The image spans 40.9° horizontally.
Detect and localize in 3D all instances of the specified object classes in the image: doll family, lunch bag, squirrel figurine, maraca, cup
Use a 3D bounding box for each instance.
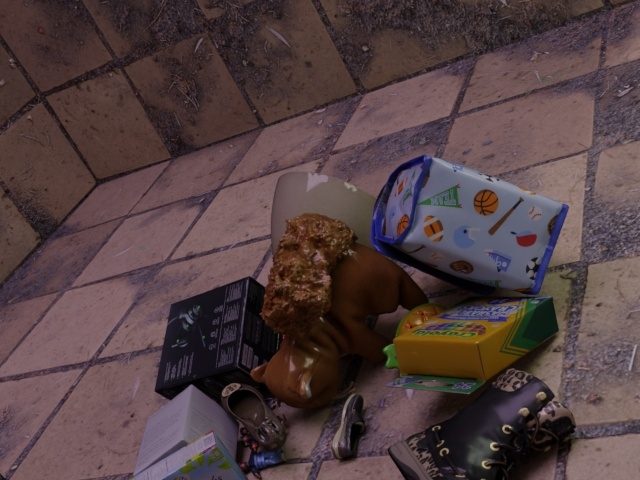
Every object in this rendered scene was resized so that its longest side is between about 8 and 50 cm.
[{"bbox_3d":[-0.132,0.421,1.843,0.111,0.076,0.193,-19,30,11],"label":"doll family"},{"bbox_3d":[0.295,-0.028,1.867,0.385,0.328,0.238,-153,84,-82],"label":"lunch bag"},{"bbox_3d":[-0.017,0.160,1.857,0.281,0.397,0.370,17,64,45],"label":"squirrel figurine"},{"bbox_3d":[0.215,0.215,1.827,0.127,0.099,0.185,37,75,22],"label":"maraca"},{"bbox_3d":[0.000,0.000,2.264,0.331,0.331,0.236,1,63,47],"label":"cup"}]

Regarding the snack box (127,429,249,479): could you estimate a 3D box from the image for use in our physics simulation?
[{"bbox_3d":[-0.255,0.502,1.699,0.207,0.174,0.070,-31,24,-4],"label":"snack box"}]

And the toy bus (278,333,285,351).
[{"bbox_3d":[-0.100,0.228,2.127,0.191,0.104,0.202,-53,45,0],"label":"toy bus"}]

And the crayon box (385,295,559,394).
[{"bbox_3d":[0.291,0.193,1.671,0.203,0.083,0.323,-4,13,45],"label":"crayon box"}]

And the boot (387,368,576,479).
[{"bbox_3d":[0.300,0.366,1.421,0.284,0.138,0.377,-34,18,-10],"label":"boot"}]

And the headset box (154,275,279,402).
[{"bbox_3d":[-0.250,0.252,2.054,0.283,0.131,0.246,-21,48,30],"label":"headset box"}]

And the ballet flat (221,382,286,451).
[{"bbox_3d":[-0.149,0.361,1.821,0.084,0.058,0.250,-38,33,-11],"label":"ballet flat"}]

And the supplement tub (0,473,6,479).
[{"bbox_3d":[-0.744,0.618,1.881,0.191,0.272,0.191,-24,25,12],"label":"supplement tub"}]

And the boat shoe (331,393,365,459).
[{"bbox_3d":[0.068,0.377,1.743,0.049,0.056,0.152,-8,42,30],"label":"boat shoe"}]

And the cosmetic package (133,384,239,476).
[{"bbox_3d":[-0.281,0.442,1.830,0.151,0.151,0.183,-39,21,17],"label":"cosmetic package"}]
